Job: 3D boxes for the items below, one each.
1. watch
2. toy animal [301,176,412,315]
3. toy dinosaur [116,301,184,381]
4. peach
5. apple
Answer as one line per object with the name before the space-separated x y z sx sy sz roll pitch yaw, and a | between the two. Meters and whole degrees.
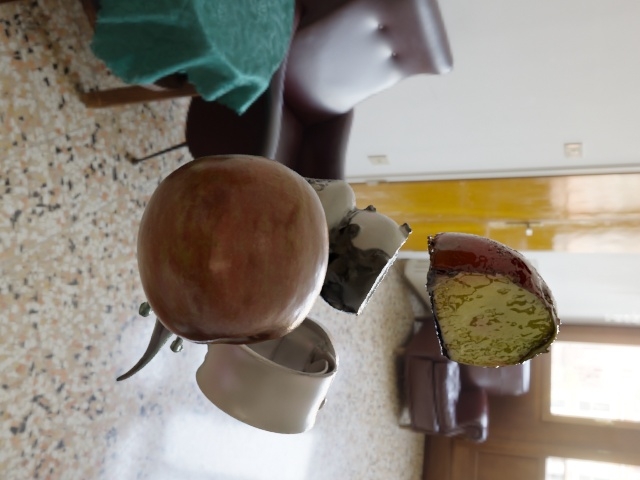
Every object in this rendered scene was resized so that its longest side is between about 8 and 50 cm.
watch | -0.104 0.211 1.086 0.196 0.244 0.231 -67 165 11
toy animal | 0.006 -0.003 1.071 0.165 0.235 0.187 -55 174 35
toy dinosaur | -0.219 0.057 1.223 0.383 0.129 0.331 -55 -178 -37
peach | 0.080 0.027 0.355 0.083 0.077 0.050 25 50 -21
apple | -0.085 0.014 0.669 0.188 0.188 0.174 29 56 -65
